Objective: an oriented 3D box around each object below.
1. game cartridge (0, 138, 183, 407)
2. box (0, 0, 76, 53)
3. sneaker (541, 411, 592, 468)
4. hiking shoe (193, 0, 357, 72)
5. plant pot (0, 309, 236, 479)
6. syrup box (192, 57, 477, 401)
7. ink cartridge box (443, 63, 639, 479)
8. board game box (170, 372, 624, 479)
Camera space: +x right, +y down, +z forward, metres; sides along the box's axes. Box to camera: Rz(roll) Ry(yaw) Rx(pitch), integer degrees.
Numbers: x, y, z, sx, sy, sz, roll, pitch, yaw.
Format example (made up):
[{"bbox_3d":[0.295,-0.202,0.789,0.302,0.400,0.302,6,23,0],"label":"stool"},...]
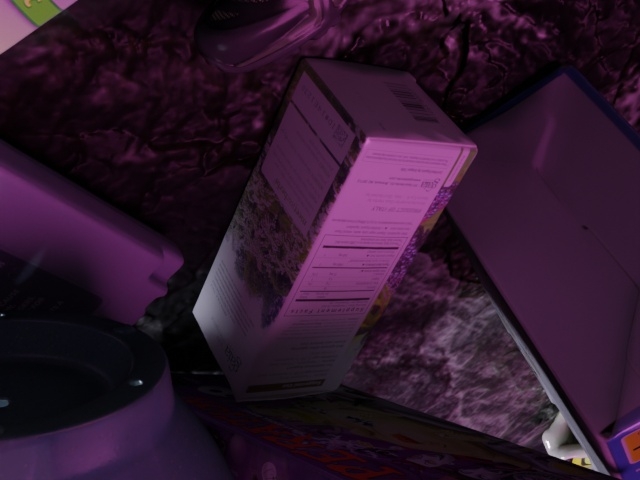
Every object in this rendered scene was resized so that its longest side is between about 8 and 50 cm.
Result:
[{"bbox_3d":[-0.252,0.065,0.543,0.294,0.060,0.196,-41,144,10],"label":"game cartridge"},{"bbox_3d":[-0.221,-0.143,0.298,0.243,0.117,0.213,-34,141,2],"label":"box"},{"bbox_3d":[0.381,0.150,0.987,0.147,0.145,0.385,-11,135,-25],"label":"sneaker"},{"bbox_3d":[-0.009,-0.193,0.432,0.114,0.086,0.227,30,105,-33],"label":"hiking shoe"},{"bbox_3d":[-0.169,0.154,0.462,0.293,0.293,0.196,-6,107,-30],"label":"plant pot"},{"bbox_3d":[0.000,0.000,0.612,0.096,0.093,0.237,0,130,-35],"label":"syrup box"},{"bbox_3d":[0.252,0.086,0.732,0.151,0.270,0.395,-30,141,5],"label":"ink cartridge box"},{"bbox_3d":[0.020,0.151,0.615,0.208,0.347,0.056,2,94,-39],"label":"board game box"}]
